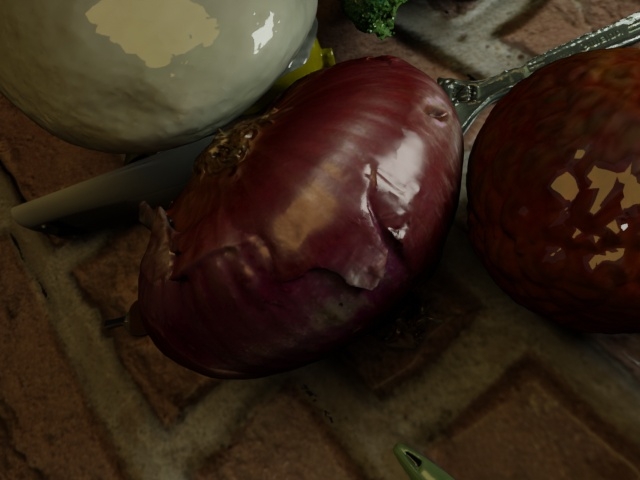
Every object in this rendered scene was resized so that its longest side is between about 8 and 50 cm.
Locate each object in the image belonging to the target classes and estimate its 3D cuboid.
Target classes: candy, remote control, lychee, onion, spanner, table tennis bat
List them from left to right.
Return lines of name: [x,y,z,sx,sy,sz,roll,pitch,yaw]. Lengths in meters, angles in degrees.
table tennis bat: [-0.227,0.095,0.742,0.083,0.007,0.050,-13,62,12]
candy: [-0.187,-0.275,0.621,0.386,0.186,0.427,-33,64,-1]
remote control: [-0.222,-0.053,0.760,0.313,0.109,0.055,-17,75,12]
onion: [0.000,0.000,0.582,0.347,0.285,0.347,-39,17,15]
spanner: [0.247,-0.193,0.702,0.325,0.026,0.093,-22,60,7]
lychee: [0.245,-0.037,0.509,0.255,0.300,0.255,6,99,44]

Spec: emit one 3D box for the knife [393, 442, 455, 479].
knife: [0.173,0.270,0.501,0.043,0.020,0.293,-48,60,-3]

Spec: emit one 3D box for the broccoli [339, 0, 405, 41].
broccoli: [0.103,-0.372,0.739,0.270,0.270,0.270,15,66,-12]

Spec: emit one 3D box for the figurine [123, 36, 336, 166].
figurine: [-0.139,-0.217,0.773,0.327,0.169,0.218,-15,86,20]
